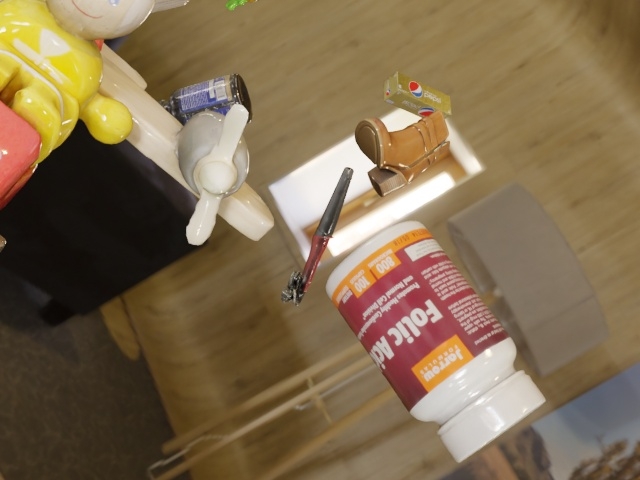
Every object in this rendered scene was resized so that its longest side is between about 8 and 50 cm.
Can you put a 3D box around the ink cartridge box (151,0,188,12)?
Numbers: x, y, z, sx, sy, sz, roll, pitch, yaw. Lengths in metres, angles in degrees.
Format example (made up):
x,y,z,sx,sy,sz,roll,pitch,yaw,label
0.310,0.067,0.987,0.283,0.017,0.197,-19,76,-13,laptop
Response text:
x,y,z,sx,sy,sz,roll,pitch,yaw,label
-0.194,-0.355,1.016,0.218,0.158,0.092,-30,-92,52,ink cartridge box

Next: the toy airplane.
x,y,z,sx,sy,sz,roll,pitch,yaw,label
-0.223,-0.165,0.726,0.386,0.272,0.384,-1,62,-51,toy airplane

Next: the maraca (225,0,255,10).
x,y,z,sx,sy,sz,roll,pitch,yaw,label
-0.180,-0.658,2.202,0.099,0.127,0.186,45,54,-28,maraca

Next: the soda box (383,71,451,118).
x,y,z,sx,sy,sz,roll,pitch,yaw,label
0.246,-0.359,2.170,0.181,0.058,0.061,18,59,-32,soda box

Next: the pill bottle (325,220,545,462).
x,y,z,sx,sy,sz,roll,pitch,yaw,label
0.203,0.178,1.526,0.392,0.224,0.224,54,1,18,pill bottle

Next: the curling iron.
x,y,z,sx,sy,sz,roll,pitch,yaw,label
0.000,0.000,1.467,0.035,0.274,0.068,29,19,9,curling iron

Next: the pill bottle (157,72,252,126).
x,y,z,sx,sy,sz,roll,pitch,yaw,label
-0.281,-0.311,2.033,0.123,0.219,0.123,-14,90,-81,pill bottle

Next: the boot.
x,y,z,sx,sy,sz,roll,pitch,yaw,label
0.206,-0.238,2.019,0.109,0.220,0.283,50,-10,36,boot
